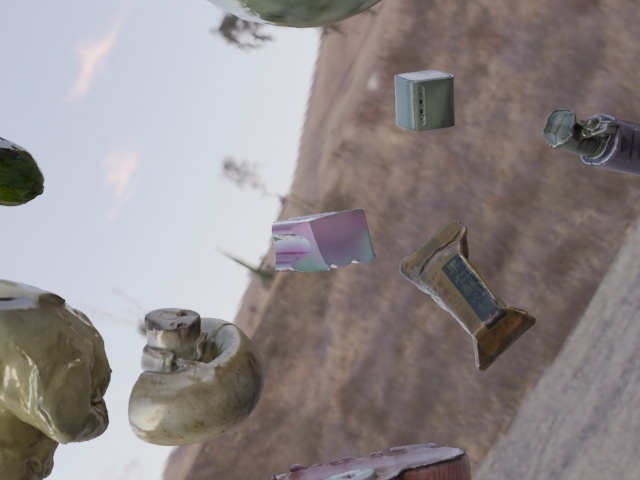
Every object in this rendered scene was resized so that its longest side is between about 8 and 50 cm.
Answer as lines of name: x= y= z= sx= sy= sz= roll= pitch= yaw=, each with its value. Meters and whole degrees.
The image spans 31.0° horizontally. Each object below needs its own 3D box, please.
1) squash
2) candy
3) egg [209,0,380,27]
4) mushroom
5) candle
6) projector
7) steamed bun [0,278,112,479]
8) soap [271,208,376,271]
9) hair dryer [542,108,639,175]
squash: x=-0.460 y=-0.100 z=1.252 sx=0.087 sy=0.331 sz=0.087 roll=-29 pitch=56 yaw=55
candy: x=0.251 y=0.085 z=1.979 sx=0.143 sy=0.271 sz=0.101 roll=-42 pitch=-37 yaw=6
egg: x=-0.035 y=-0.370 z=0.868 sx=0.345 sy=0.345 sz=0.428 roll=-56 pitch=-34 yaw=-44
mushroom: x=-0.182 y=0.201 z=1.788 sx=0.254 sy=0.189 sz=0.195 roll=-79 pitch=-12 yaw=-66
candle: x=0.041 y=0.370 z=1.574 sx=0.317 sy=0.287 sz=0.131 roll=-5 pitch=-92 yaw=-47
projector: x=0.168 y=-0.225 z=1.854 sx=0.083 sy=0.083 sz=0.082 roll=-139 pitch=43 yaw=-66
steamed bun: x=-0.393 y=0.185 z=1.221 sx=0.325 sy=0.372 sz=0.230 roll=60 pitch=-160 yaw=-67
soap: x=0.000 y=0.000 z=1.215 sx=0.149 sy=0.100 sz=0.056 roll=-4 pitch=98 yaw=65
hair dryer: x=0.345 y=-0.066 z=1.000 sx=0.301 sy=0.361 sz=0.121 roll=11 pitch=96 yaw=62
